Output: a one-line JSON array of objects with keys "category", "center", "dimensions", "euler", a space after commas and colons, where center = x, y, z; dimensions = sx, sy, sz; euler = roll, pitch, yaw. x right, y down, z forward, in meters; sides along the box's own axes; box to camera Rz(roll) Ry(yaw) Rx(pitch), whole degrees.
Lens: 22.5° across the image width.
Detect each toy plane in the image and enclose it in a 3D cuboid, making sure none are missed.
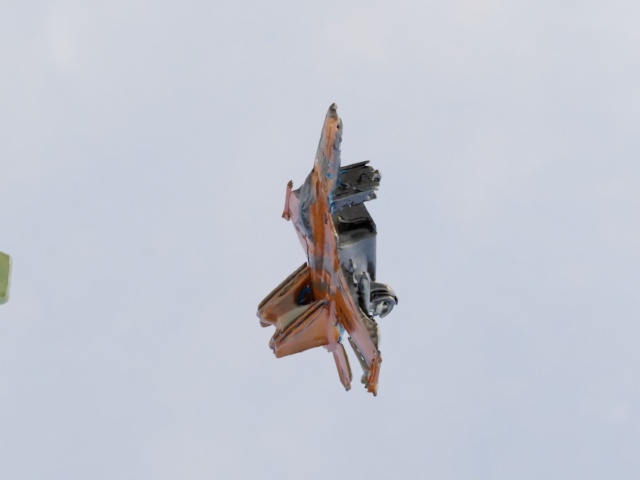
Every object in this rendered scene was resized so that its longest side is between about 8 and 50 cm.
[{"category": "toy plane", "center": [0.011, -0.003, 0.846], "dimensions": [0.062, 0.188, 0.135], "euler": [-9, -132, -24]}]

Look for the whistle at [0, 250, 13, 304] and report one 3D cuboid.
[{"category": "whistle", "center": [-0.390, 0.020, 1.268], "dimensions": [0.288, 0.106, 0.131], "euler": [5, -108, -14]}]
